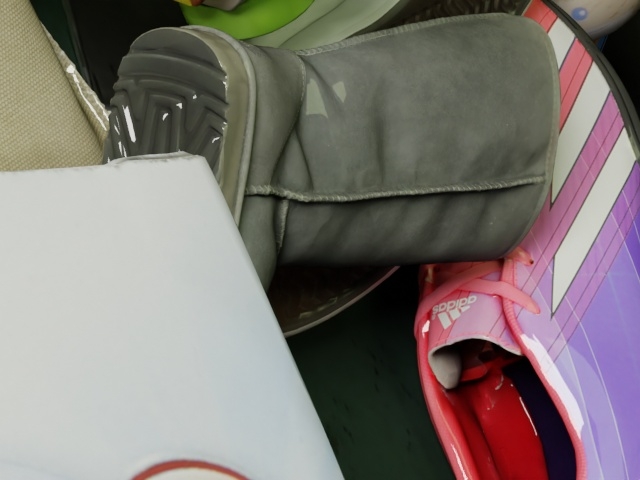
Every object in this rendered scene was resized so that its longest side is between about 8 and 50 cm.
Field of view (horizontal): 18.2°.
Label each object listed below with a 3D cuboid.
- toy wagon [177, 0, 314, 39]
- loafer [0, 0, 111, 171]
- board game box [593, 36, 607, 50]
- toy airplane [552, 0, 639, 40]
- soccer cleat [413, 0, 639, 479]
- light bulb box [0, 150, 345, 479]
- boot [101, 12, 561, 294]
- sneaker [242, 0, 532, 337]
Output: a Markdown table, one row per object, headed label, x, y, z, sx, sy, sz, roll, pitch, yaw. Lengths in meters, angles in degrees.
| label | x | y | z | sx | sy | sz | roll | pitch | yaw |
| --- | --- | --- | --- | --- | --- | --- | --- | --- | --- |
| toy wagon | -0.077 | -0.182 | 0.663 | 0.068 | 0.344 | 0.267 | -47 | 139 | -24 |
| loafer | -0.152 | -0.094 | 0.699 | 0.268 | 0.092 | 0.102 | 49 | 36 | -8 |
| board game box | 0.093 | -0.159 | 1.076 | 0.160 | 0.039 | 0.211 | 46 | 36 | -13 |
| toy airplane | 0.195 | -0.201 | 1.013 | 0.386 | 0.272 | 0.384 | 58 | -3 | 18 |
| soccer cleat | 0.085 | 0.011 | 0.876 | 0.116 | 0.109 | 0.318 | 10 | 57 | -42 |
| light bulb box | -0.138 | 0.192 | 0.368 | 0.358 | 0.225 | 0.361 | -7 | 68 | -50 |
| boot | 0.002 | 0.002 | 0.748 | 0.076 | 0.189 | 0.208 | 25 | 17 | 29 |
| sneaker | 0.000 | -0.068 | 0.868 | 0.290 | 0.123 | 0.106 | -55 | 129 | -33 |
